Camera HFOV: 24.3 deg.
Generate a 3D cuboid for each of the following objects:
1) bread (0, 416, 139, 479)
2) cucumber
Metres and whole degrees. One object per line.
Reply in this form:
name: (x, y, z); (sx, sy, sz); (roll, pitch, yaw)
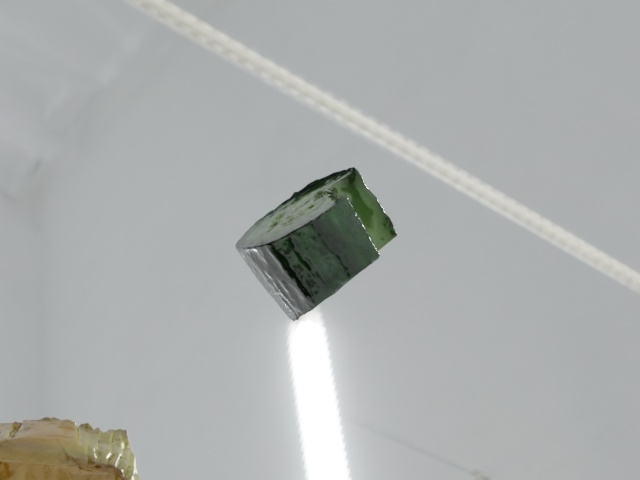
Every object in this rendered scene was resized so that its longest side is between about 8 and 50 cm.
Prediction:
bread: (-0.326, 0.295, 1.687); (0.133, 0.250, 0.179); (-151, -119, -81)
cucumber: (-0.008, 0.007, 1.846); (0.191, 0.130, 0.191); (-39, -174, 5)
